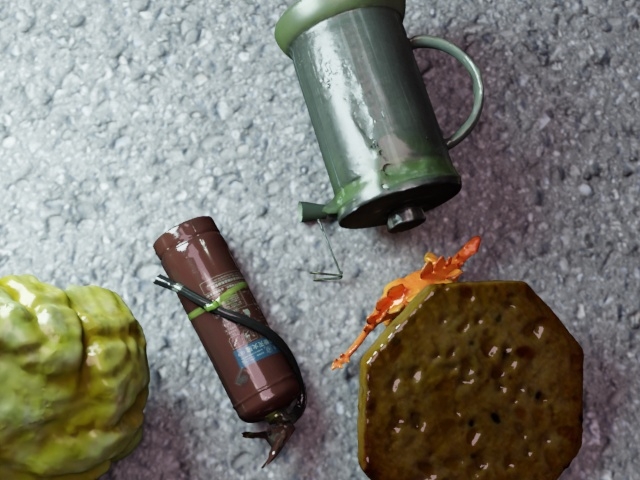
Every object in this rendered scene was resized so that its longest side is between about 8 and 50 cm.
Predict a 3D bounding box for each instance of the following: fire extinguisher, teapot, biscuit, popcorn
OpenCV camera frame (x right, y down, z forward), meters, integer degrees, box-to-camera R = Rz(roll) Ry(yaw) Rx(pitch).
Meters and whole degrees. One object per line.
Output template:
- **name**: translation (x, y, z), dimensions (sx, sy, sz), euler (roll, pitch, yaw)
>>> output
- **fire extinguisher**: translation (-0.122, 0.135, 1.167), dimensions (0.141, 0.105, 0.341), euler (-18, 74, -42)
- **teapot**: translation (0.101, -0.184, 1.228), dimensions (0.270, 0.200, 0.337), euler (-17, 79, 1)
- **biscuit**: translation (0.206, 0.222, 1.155), dimensions (0.359, 0.046, 0.359), euler (0, 91, -19)
- **popcorn**: translation (-0.383, 0.184, 1.059), dimensions (0.334, 0.293, 0.292), euler (-1, 73, 12)

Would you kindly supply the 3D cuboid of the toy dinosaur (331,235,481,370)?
- **toy dinosaur**: translation (0.125, 0.078, 1.202), dimensions (0.288, 0.117, 0.070), euler (-37, 81, -15)

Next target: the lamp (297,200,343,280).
- **lamp**: translation (0.000, -0.001, 1.258), dimensions (0.054, 0.041, 0.121), euler (-2, 71, -14)
